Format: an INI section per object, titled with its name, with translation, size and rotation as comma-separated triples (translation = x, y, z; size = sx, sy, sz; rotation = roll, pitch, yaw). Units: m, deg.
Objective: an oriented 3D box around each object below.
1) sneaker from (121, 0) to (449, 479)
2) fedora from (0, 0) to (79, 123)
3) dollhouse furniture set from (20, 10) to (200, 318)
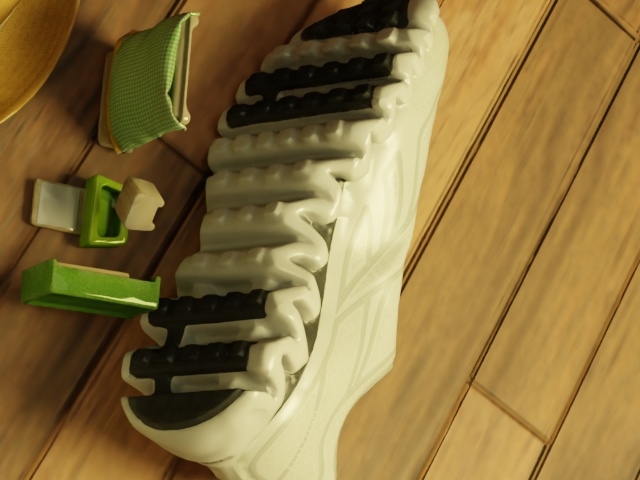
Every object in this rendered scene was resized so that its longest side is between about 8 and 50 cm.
[sneaker]
translation = 0.000, 0.000, 1.012
size = 0.118, 0.110, 0.292
rotation = 48, 55, -38
[fedora]
translation = -0.190, -0.136, 0.929
size = 0.194, 0.079, 0.194
rotation = 6, 77, -29
[dollhouse furniture set]
translation = -0.106, -0.041, 0.961
size = 0.058, 0.076, 0.152
rotation = 12, 75, -29
